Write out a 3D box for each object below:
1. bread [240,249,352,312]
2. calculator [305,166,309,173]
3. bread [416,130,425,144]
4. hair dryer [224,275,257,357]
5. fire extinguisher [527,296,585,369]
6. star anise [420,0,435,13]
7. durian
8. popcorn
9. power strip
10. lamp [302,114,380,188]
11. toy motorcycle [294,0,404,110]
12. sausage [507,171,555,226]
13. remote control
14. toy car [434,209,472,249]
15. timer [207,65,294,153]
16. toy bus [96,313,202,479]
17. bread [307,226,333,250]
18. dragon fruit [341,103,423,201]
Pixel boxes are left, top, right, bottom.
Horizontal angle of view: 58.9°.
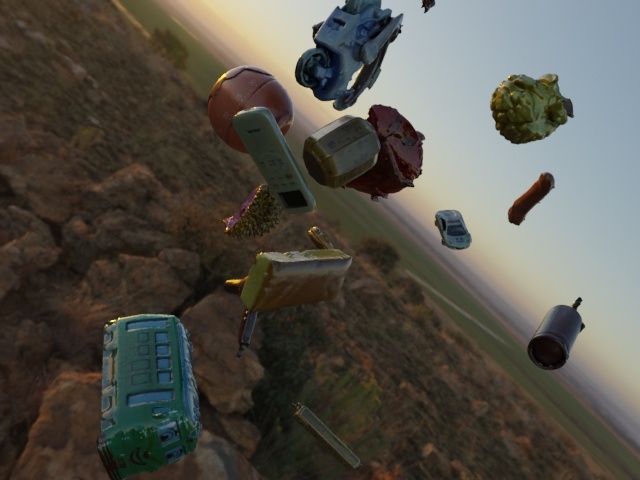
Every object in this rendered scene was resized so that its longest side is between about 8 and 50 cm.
[{"bbox_3d":[-0.055,0.096,1.456,0.077,0.138,0.361,34,18,29],"label":"bread"},{"bbox_3d":[-0.024,-0.350,2.375,0.032,0.175,0.100,-7,36,-30],"label":"calculator"},{"bbox_3d":[0.326,-0.344,2.053,0.082,0.113,0.060,-1,48,-40],"label":"bread"},{"bbox_3d":[-0.309,0.297,2.246,0.123,0.340,0.312,29,-25,-37],"label":"hair dryer"},{"bbox_3d":[0.621,0.231,1.467,0.105,0.105,0.269,44,36,15],"label":"fire extinguisher"},{"bbox_3d":[0.404,-0.933,2.148,0.141,0.042,0.141,166,-90,-80],"label":"star anise"},{"bbox_3d":[-0.245,-0.088,2.175,0.186,0.260,0.154,19,37,-20],"label":"durian"},{"bbox_3d":[0.675,-0.429,1.841,0.270,0.224,0.258,6,0,-15],"label":"popcorn"},{"bbox_3d":[0.013,0.649,1.871,0.305,0.044,0.064,44,-34,4],"label":"power strip"},{"bbox_3d":[0.055,-0.235,1.497,0.161,0.185,0.161,50,-16,20],"label":"lamp"},{"bbox_3d":[0.084,-0.467,1.434,0.241,0.319,0.182,42,-6,-32],"label":"toy motorcycle"},{"bbox_3d":[0.762,-0.151,2.053,0.078,0.078,0.304,44,-30,13],"label":"sausage"},{"bbox_3d":[-0.096,-0.170,1.261,0.309,0.090,0.038,63,28,-45],"label":"remote control"},{"bbox_3d":[0.434,-0.039,1.854,0.205,0.095,0.056,-93,180,-57],"label":"toy car"},{"bbox_3d":[-0.195,-0.363,1.586,0.215,0.229,0.229,45,9,3],"label":"timer"},{"bbox_3d":[-0.371,0.327,1.241,0.343,0.199,0.184,-113,-162,-49],"label":"toy bus"},{"bbox_3d":[0.000,0.000,1.936,0.111,0.044,0.083,49,-7,14],"label":"bread"},{"bbox_3d":[0.232,-0.277,1.959,0.282,0.344,0.100,16,32,-10],"label":"dragon fruit"}]
